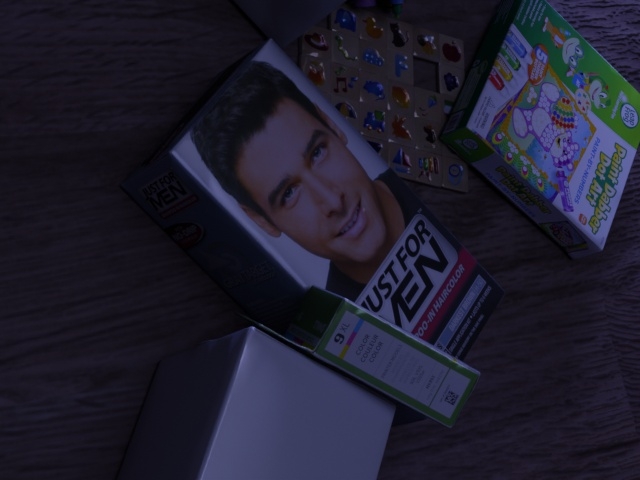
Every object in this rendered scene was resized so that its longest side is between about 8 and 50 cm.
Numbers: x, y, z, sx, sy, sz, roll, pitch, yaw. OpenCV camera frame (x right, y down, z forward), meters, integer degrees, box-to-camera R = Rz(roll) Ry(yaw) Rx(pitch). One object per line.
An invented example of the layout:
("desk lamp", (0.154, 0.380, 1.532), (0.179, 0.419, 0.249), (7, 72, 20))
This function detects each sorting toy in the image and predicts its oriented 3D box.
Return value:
("sorting toy", (0.071, -0.280, 1.538), (0.102, 0.061, 0.042), (-21, 115, -40))

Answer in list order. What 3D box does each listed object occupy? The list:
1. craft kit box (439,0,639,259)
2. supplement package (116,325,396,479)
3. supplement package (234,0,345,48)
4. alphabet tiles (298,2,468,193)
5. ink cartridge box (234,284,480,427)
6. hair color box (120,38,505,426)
("craft kit box", (0.285, -0.147, 1.642), (0.247, 0.061, 0.250), (40, 56, -24))
("supplement package", (-0.080, 0.254, 1.188), (0.175, 0.177, 0.293), (30, 61, -24))
("supplement package", (0.006, -0.388, 1.430), (0.199, 0.198, 0.262), (46, 55, -13))
("alphabet tiles", (0.075, -0.169, 1.534), (0.237, 0.009, 0.198), (11, 70, -32))
("ink cartridge box", (0.033, 0.094, 1.233), (0.209, 0.109, 0.062), (29, 87, -16))
("hair color box", (0.000, 0.000, 1.363), (0.374, 0.114, 0.185), (46, 56, -14))
